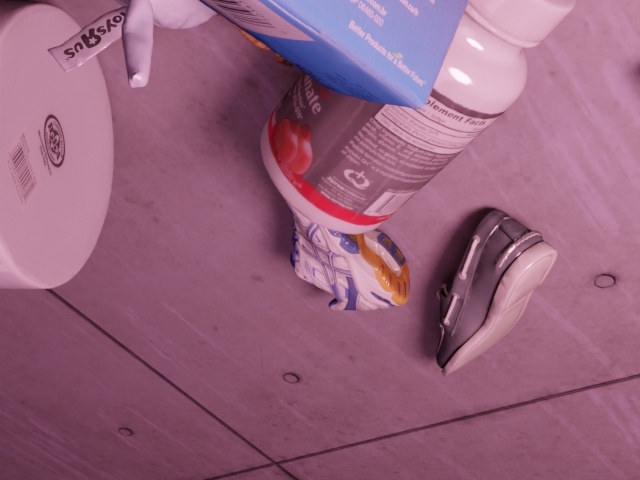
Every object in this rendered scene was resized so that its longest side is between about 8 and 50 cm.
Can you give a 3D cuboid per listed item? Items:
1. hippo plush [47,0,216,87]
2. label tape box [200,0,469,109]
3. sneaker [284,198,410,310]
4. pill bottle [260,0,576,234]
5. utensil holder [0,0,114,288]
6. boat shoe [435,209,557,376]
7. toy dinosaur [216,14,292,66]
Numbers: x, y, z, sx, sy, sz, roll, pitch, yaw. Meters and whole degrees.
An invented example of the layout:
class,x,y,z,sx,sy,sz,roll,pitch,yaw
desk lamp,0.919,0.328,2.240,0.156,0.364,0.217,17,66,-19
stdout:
class,x,y,z,sx,sy,sz,roll,pitch,yaw
hippo plush,-0.134,-0.307,0.599,0.234,0.294,0.236,22,140,41
label tape box,0.034,-0.302,0.520,0.115,0.348,0.249,20,178,41
sneaker,0.000,0.000,0.972,0.131,0.112,0.296,-16,128,27
pill bottle,0.088,-0.159,0.743,0.176,0.176,0.318,30,133,-17
utensil holder,-0.467,-0.108,0.828,0.385,0.328,0.328,2,135,7
boat shoe,0.218,0.079,1.037,0.099,0.116,0.319,50,150,24
toy dinosaur,-0.064,-0.221,0.734,0.064,0.211,0.112,34,103,31
